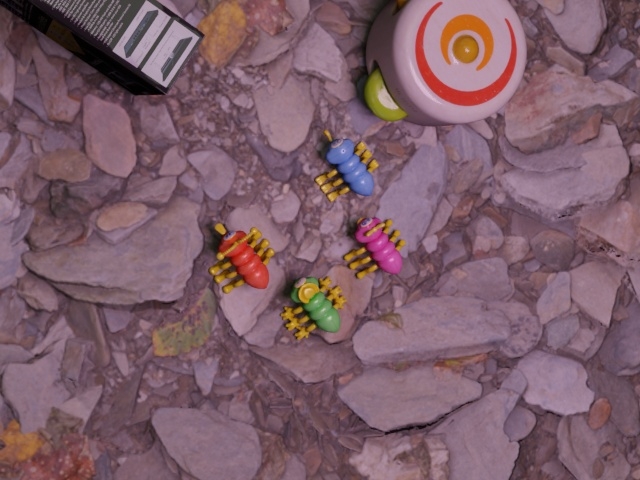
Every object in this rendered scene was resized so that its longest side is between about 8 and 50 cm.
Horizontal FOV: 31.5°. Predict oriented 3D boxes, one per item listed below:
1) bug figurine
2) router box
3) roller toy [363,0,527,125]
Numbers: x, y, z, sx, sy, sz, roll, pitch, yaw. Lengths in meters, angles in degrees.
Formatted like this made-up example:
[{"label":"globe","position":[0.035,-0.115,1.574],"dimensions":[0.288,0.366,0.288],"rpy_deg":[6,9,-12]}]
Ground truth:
[{"label":"bug figurine","position":[0.000,0.000,1.516],"dimensions":[0.279,0.072,0.216],"rpy_deg":[-42,105,-10]},{"label":"router box","position":[-0.273,-0.263,1.289],"dimensions":[0.243,0.309,0.081],"rpy_deg":[34,87,-17]},{"label":"roller toy","position":[0.169,-0.251,1.510],"dimensions":[0.191,0.146,0.209],"rpy_deg":[10,90,-18]}]
